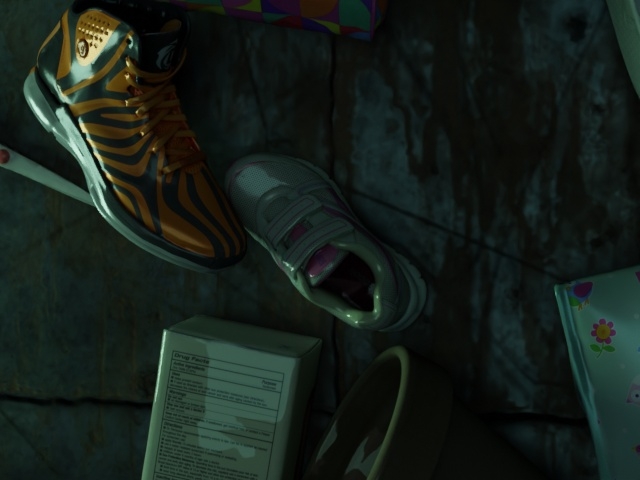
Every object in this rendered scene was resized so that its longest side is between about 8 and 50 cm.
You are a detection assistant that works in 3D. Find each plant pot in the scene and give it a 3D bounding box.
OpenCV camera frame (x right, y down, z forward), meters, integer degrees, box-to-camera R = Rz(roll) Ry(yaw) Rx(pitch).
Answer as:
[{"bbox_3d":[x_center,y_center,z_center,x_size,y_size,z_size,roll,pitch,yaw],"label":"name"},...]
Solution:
[{"bbox_3d":[0.116,0.271,1.441,0.229,0.263,0.263,29,101,-9],"label":"plant pot"}]

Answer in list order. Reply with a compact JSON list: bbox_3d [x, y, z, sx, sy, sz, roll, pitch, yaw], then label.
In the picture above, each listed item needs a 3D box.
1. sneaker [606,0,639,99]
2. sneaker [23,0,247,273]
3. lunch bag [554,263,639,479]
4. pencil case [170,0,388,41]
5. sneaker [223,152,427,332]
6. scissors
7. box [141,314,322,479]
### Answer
[{"bbox_3d":[0.350,-0.284,1.409,0.146,0.104,0.296,-13,83,-4],"label":"sneaker"},{"bbox_3d":[-0.170,-0.124,1.467,0.321,0.124,0.180,46,127,14],"label":"sneaker"},{"bbox_3d":[0.363,0.145,1.407,0.223,0.160,0.262,-14,86,12],"label":"lunch bag"},{"bbox_3d":[-0.043,-0.268,1.488,0.236,0.104,0.104,11,97,13],"label":"pencil case"},{"bbox_3d":[0.000,0.000,1.492,0.252,0.111,0.103,39,101,6],"label":"sneaker"},{"bbox_3d":[-0.365,-0.109,1.605,0.297,0.021,0.109,11,95,12],"label":"scissors"},{"bbox_3d":[-0.095,0.209,1.523,0.148,0.127,0.232,11,97,11],"label":"box"}]
